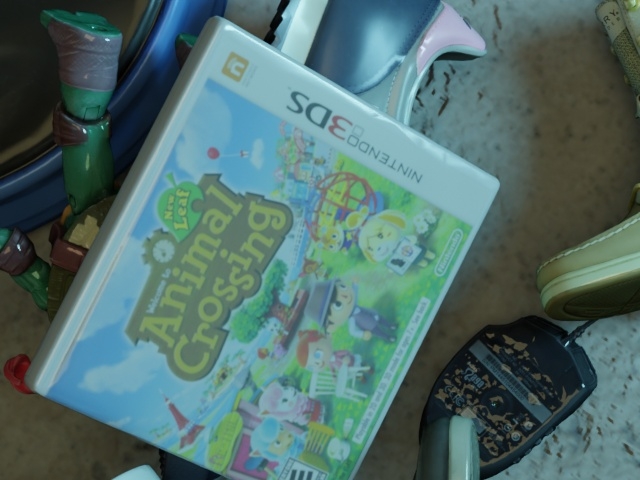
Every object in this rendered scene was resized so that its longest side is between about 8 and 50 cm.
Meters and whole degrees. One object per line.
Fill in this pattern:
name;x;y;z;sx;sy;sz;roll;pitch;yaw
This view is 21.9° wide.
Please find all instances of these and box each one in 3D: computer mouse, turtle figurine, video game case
computer mouse;0.154;0.051;0.960;0.242;0.041;0.071;-40;72;-5
turtle figurine;-0.123;-0.002;0.906;0.118;0.175;0.234;30;108;38
video game case;-0.025;0.020;0.874;0.193;0.023;0.212;28;88;-27

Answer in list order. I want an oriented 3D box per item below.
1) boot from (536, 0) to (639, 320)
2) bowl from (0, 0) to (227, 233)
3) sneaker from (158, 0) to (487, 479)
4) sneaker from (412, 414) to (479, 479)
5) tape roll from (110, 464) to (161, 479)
boot;0.189;-0.059;0.926;0.213;0.077;0.165;-24;74;-10
bowl;-0.250;-0.188;0.989;0.391;0.077;0.391;0;85;5
sneaker;0.000;0.000;0.939;0.131;0.112;0.319;17;93;-8
sneaker;0.016;0.193;0.912;0.118;0.083;0.222;14;104;8
tape roll;-0.172;0.237;0.843;0.286;0.286;0.100;-37;83;1
